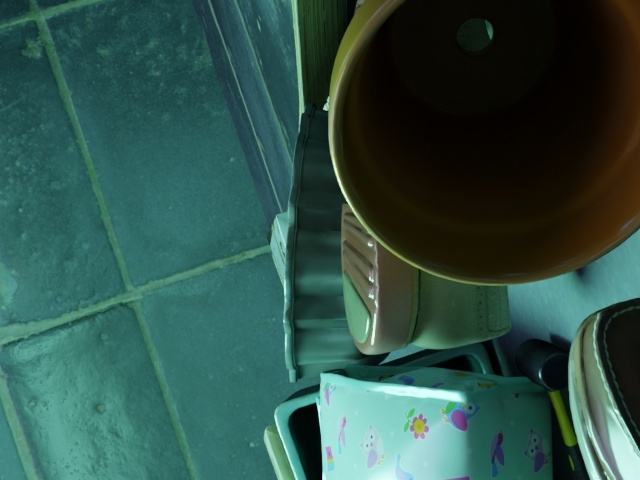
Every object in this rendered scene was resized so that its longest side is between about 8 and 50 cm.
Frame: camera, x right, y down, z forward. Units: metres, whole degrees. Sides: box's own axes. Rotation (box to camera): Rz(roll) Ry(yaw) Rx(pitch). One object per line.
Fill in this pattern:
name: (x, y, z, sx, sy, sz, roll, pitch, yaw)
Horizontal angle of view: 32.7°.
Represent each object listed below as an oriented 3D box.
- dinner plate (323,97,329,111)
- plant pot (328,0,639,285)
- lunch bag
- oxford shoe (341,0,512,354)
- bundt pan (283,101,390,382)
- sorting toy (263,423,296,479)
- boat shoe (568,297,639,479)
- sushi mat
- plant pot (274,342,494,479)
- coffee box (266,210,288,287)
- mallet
dinner plate: (0.009, -0.226, 1.571, 0.141, 0.017, 0.141, 162, 90, -81)
plant pot: (0.106, -0.106, 0.686, 0.188, 0.205, 0.205, -92, -11, -62)
lunch bag: (0.098, 0.240, 1.102, 0.262, 0.160, 0.223, -4, 88, 49)
oxford shoe: (0.103, -0.105, 0.876, 0.140, 0.147, 0.396, -131, 44, -70)
bundt pan: (0.037, 0.005, 1.274, 0.331, 0.124, 0.330, 3, -90, -84)
sorting toy: (0.081, 0.327, 1.526, 0.089, 0.256, 0.257, 99, 153, -50)
boat shoe: (0.250, 0.162, 0.587, 0.324, 0.123, 0.116, 61, 161, 23)
sushi mat: (0.001, -0.259, 1.259, 0.316, 0.019, 0.151, 87, -154, -61)
plant pot: (0.099, 0.260, 1.331, 0.252, 0.247, 0.247, -124, 16, -88)
coffee box: (0.000, 0.000, 1.696, 0.246, 0.141, 0.098, 131, 119, -80)
mallet: (0.226, 0.177, 1.009, 0.062, 0.039, 0.189, -135, 24, -69)
